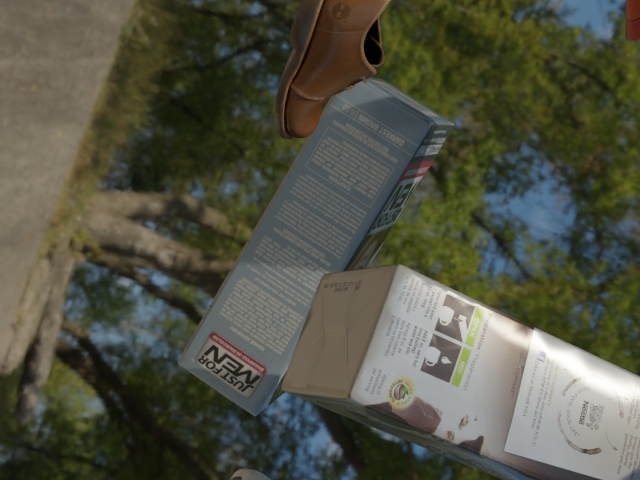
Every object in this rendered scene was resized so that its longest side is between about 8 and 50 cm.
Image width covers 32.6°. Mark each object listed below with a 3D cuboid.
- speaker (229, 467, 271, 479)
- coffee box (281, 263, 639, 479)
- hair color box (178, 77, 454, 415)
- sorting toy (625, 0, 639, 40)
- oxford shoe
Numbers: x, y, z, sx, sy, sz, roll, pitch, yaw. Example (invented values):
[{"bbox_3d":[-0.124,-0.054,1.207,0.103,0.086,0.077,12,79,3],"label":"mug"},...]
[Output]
[{"bbox_3d":[-0.092,0.287,1.069,0.055,0.055,0.136,-56,178,38],"label":"speaker"},{"bbox_3d":[0.139,0.134,0.951,0.119,0.297,0.168,-69,-163,-12],"label":"coffee box"},{"bbox_3d":[0.000,0.000,1.248,0.374,0.113,0.185,-59,170,13],"label":"hair color box"},{"bbox_3d":[0.565,-0.402,1.524,0.365,0.126,0.127,-19,-165,45],"label":"sorting toy"},{"bbox_3d":[0.008,-0.139,0.883,0.212,0.076,0.076,114,-6,-63],"label":"oxford shoe"}]
